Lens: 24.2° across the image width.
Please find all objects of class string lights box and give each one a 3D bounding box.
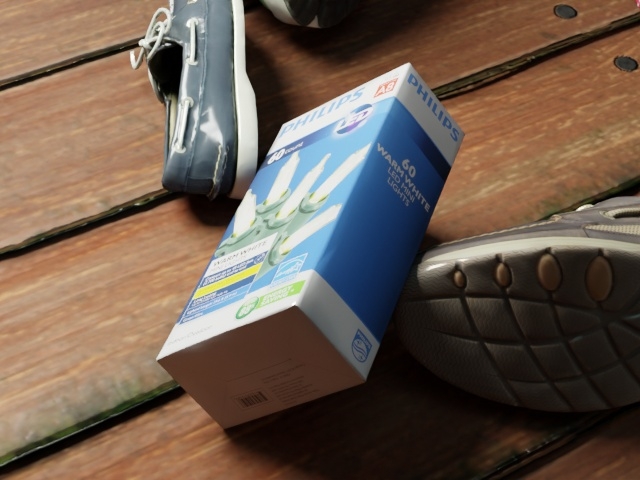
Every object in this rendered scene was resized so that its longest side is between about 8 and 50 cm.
[{"bbox_3d":[0.000,0.000,1.041,0.077,0.133,0.260,48,41,-23],"label":"string lights box"}]

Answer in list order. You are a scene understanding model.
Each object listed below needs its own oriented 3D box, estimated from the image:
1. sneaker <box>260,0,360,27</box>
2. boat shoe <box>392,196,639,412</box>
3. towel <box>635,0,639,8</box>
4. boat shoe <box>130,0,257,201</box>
[{"bbox_3d":[0.002,-0.341,1.388,0.182,0.158,0.410,13,38,26],"label":"sneaker"},{"bbox_3d":[0.220,0.039,1.080,0.355,0.132,0.130,1,21,-9],"label":"boat shoe"},{"bbox_3d":[0.396,-0.228,1.338,0.031,0.199,0.275,36,25,-45],"label":"towel"},{"bbox_3d":[-0.105,-0.138,1.192,0.079,0.095,0.254,2,57,-18],"label":"boat shoe"}]
